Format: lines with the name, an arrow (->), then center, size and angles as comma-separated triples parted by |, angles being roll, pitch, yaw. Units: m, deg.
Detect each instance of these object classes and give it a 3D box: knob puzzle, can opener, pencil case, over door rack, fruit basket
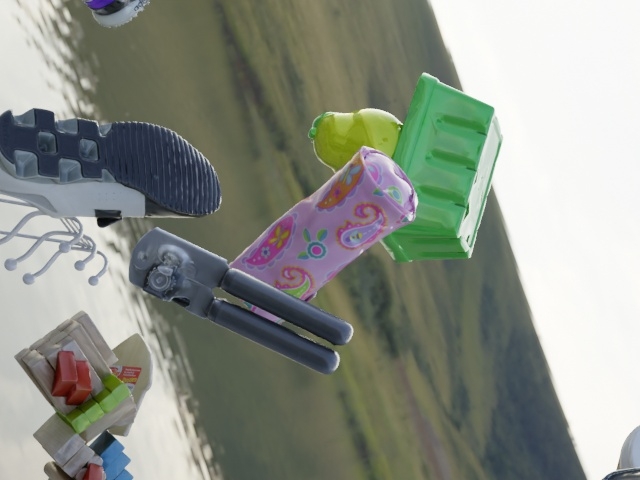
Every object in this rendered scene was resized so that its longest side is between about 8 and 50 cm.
knob puzzle -> -0.363, 0.263, 1.866 | 0.030, 0.213, 0.213 | 37, 22, -37
can opener -> -0.098, 0.071, 1.223 | 0.095, 0.283, 0.076 | 36, 79, -84
pencil case -> 0.000, 0.000, 1.379 | 0.124, 0.284, 0.124 | 39, 26, -23
over door rack -> -0.519, -0.016, 1.637 | 0.239, 0.324, 0.108 | 97, 14, -74
fruit basket -> 0.166, -0.159, 2.152 | 0.283, 0.392, 0.392 | 47, 22, -65

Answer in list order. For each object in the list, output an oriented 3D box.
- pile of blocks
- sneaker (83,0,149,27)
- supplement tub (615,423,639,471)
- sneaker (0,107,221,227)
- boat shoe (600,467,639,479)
pile of blocks -> -0.289, 0.279, 1.318 | 0.112, 0.149, 0.362 | 19, -64, 55
sneaker -> -0.247, -0.448, 1.402 | 0.102, 0.293, 0.146 | 25, -12, 33
supplement tub -> 0.526, 0.353, 1.547 | 0.200, 0.144, 0.144 | 68, 2, -60
sneaker -> -0.295, -0.085, 1.355 | 0.146, 0.330, 0.122 | -34, -127, 46
boat shoe -> 0.356, 0.242, 1.023 | 0.065, 0.183, 0.083 | -54, 126, -36
